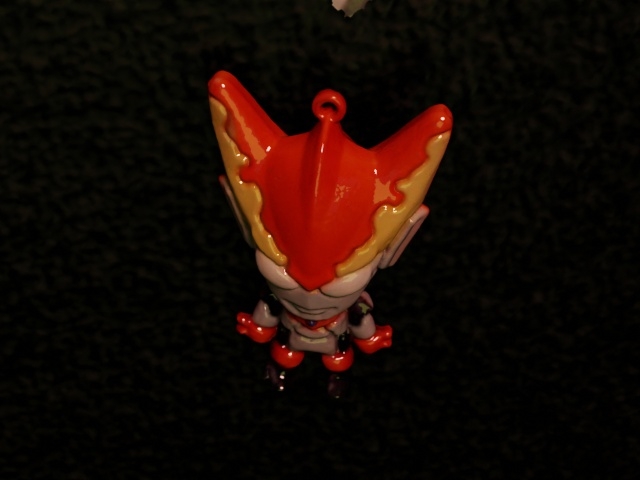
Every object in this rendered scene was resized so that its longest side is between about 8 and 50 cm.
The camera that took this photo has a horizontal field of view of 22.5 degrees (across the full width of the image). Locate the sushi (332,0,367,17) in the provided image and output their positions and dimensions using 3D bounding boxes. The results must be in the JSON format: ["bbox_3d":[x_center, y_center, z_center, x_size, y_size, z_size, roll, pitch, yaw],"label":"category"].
[{"bbox_3d":[0.019,-0.278,0.580,0.320,0.069,0.339,-39,118,15],"label":"sushi"}]

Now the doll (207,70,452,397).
[{"bbox_3d":[0.000,0.000,0.752,0.109,0.057,0.169,9,133,7],"label":"doll"}]
